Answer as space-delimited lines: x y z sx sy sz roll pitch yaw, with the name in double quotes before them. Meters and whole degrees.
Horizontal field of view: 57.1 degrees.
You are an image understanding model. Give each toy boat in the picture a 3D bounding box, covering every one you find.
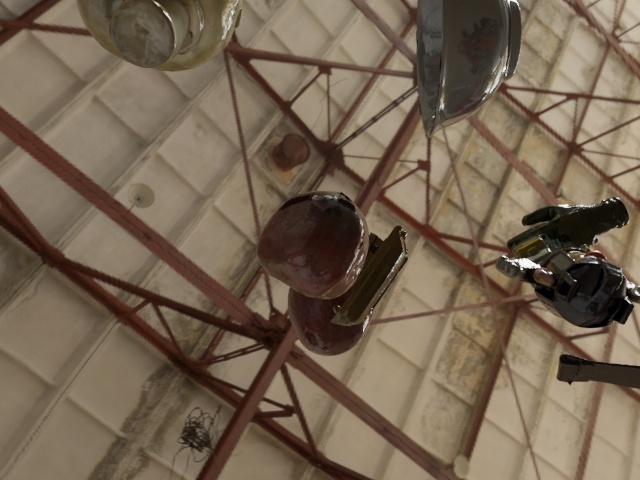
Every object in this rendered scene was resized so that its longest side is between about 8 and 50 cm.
"toy boat" 0.090 0.067 1.129 0.088 0.068 0.226 35 -91 24

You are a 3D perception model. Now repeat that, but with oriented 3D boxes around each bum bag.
"bum bag" 0.530 0.252 1.106 0.109 0.159 0.026 61 -141 -53

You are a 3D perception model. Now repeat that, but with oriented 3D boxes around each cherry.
"cherry" 0.028 0.163 1.517 0.221 0.261 0.307 18 -140 -15

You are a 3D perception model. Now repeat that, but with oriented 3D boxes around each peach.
"peach" 0.000 0.000 0.814 0.152 0.152 0.152 11 -111 -29

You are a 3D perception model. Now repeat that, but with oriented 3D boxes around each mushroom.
"mushroom" -0.316 -0.466 1.097 0.315 0.315 0.356 62 -159 0

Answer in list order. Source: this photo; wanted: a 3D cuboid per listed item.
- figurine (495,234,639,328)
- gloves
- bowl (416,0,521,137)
"figurine" 0.488 0.079 1.122 0.308 0.308 0.143 -17 -74 -35
"gloves" 0.566 -0.025 1.362 0.135 0.268 0.107 68 -160 3
"bowl" 0.269 -0.363 1.074 0.157 0.345 0.345 -2 -108 3
